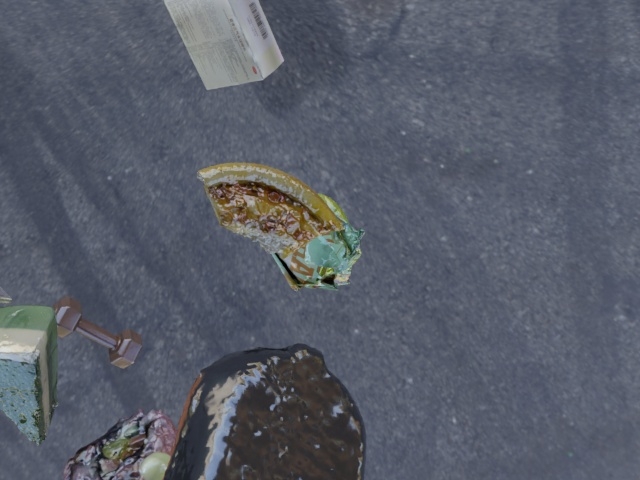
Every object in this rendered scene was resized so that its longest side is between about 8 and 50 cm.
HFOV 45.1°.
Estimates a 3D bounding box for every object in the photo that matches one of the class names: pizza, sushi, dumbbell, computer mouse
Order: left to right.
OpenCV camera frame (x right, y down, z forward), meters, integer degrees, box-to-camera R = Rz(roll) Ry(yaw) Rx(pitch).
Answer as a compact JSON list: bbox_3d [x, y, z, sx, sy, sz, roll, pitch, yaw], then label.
[{"bbox_3d":[-0.523,0.215,1.791,0.231,0.092,0.082,36,100,-32],"label":"dumbbell"},{"bbox_3d":[-0.375,0.469,1.555,0.236,0.270,0.171,-2,119,39],"label":"sushi"},{"bbox_3d":[-0.057,0.244,0.644,0.183,0.323,0.116,30,144,-27],"label":"computer mouse"},{"bbox_3d":[-0.084,-0.055,1.293,0.271,0.056,0.134,32,69,-19],"label":"pizza"}]

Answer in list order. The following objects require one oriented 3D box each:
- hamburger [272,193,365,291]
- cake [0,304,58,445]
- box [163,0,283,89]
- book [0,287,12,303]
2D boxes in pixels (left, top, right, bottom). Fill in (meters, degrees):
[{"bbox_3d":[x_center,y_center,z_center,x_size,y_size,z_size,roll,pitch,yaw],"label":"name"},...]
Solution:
[{"bbox_3d":[0.002,-0.001,1.579,0.235,0.125,0.214,-33,102,36],"label":"hamburger"},{"bbox_3d":[-0.583,0.275,1.594,0.172,0.158,0.284,-18,118,16],"label":"cake"},{"bbox_3d":[-0.195,-0.431,1.576,0.168,0.095,0.212,1,127,38],"label":"box"},{"bbox_3d":[-0.750,0.103,1.656,0.127,0.181,0.014,9,96,-37],"label":"book"}]
